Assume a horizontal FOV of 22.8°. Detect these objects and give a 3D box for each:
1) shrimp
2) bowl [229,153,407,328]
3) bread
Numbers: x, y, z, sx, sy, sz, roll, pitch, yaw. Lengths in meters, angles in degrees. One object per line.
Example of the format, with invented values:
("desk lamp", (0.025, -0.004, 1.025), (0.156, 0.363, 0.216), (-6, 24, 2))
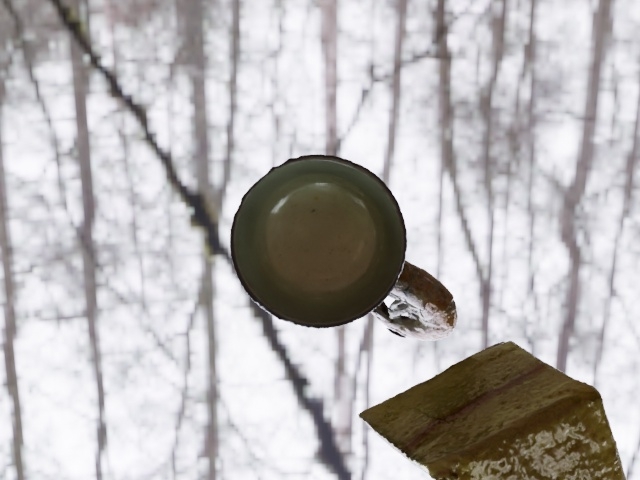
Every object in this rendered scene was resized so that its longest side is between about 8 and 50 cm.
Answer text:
("shrimp", (0.080, 0.060, 2.095), (0.223, 0.126, 0.047), (33, -133, 7))
("bowl", (0.000, 0.000, 1.935), (0.211, 0.211, 0.112), (1, -178, 2))
("bread", (0.252, 0.337, 1.956), (0.245, 0.362, 0.233), (-28, -159, -15))
